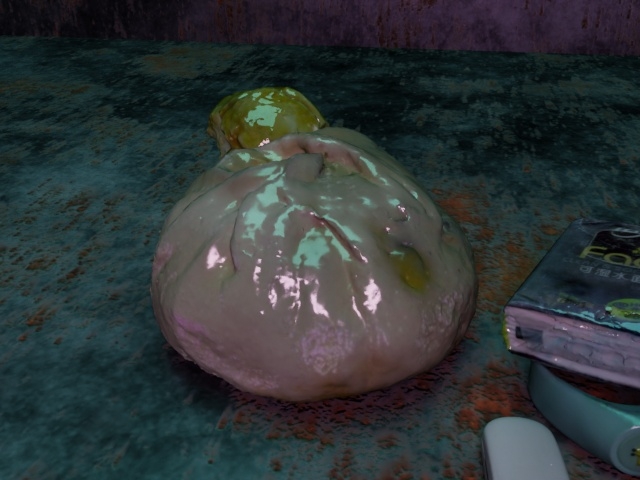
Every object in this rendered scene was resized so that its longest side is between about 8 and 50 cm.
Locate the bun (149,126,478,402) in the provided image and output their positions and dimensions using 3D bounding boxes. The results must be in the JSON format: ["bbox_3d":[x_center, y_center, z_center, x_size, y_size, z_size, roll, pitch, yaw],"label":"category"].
[{"bbox_3d":[0.000,0.000,0.727,0.364,0.220,0.365,1,31,0],"label":"bun"}]

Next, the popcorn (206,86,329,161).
[{"bbox_3d":[-0.084,-0.166,1.095,0.204,0.184,0.221,1,26,-11],"label":"popcorn"}]

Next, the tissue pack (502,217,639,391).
[{"bbox_3d":[0.300,0.054,0.647,0.173,0.073,0.235,12,28,33],"label":"tissue pack"}]

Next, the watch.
[{"bbox_3d":[0.322,0.138,0.628,0.236,0.068,0.195,-1,25,7],"label":"watch"}]

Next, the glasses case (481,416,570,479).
[{"bbox_3d":[0.165,0.202,0.523,0.063,0.041,0.164,0,28,5],"label":"glasses case"}]
